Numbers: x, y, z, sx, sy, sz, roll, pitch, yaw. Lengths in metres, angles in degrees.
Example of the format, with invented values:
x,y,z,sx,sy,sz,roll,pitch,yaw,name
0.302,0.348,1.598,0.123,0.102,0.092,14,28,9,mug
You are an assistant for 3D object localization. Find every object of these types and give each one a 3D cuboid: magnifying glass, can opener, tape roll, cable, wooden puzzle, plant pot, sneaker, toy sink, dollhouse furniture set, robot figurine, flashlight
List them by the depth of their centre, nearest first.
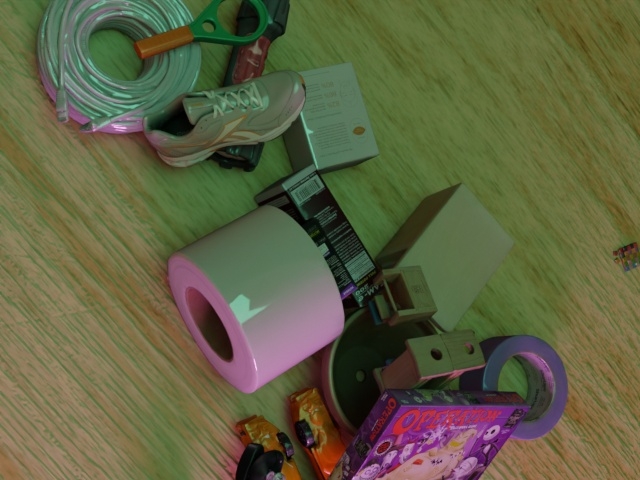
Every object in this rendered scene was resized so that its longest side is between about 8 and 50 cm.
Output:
x,y,z,sx,sy,sz,roll,pitch,yaw,name
-0.149,-0.194,1.421,0.262,0.121,0.099,-24,71,9,sneaker
-0.100,0.407,1.425,0.059,0.073,0.186,17,83,-38,can opener
-0.103,0.090,1.434,0.169,0.246,0.246,-31,96,-26,tape roll
-0.318,-0.296,1.476,0.257,0.089,0.257,-11,87,-27,cable
-0.187,-0.335,1.479,0.231,0.026,0.092,-25,86,-27,magnifying glass
0.155,0.151,1.502,0.129,0.129,0.184,-5,63,-29,dollhouse furniture set
-0.016,0.401,1.518,0.211,0.085,0.291,-23,92,-25,robot figurine
-0.116,-0.272,1.553,0.103,0.103,0.304,16,79,-6,flashlight
0.094,0.227,1.576,0.237,0.109,0.237,5,79,-26,plant pot
0.203,0.040,1.646,0.153,0.131,0.234,46,62,-12,toy sink
0.355,0.268,1.712,0.189,0.080,0.189,4,81,-25,tape roll
0.638,0.034,1.916,0.083,0.006,0.049,-19,91,-26,wooden puzzle

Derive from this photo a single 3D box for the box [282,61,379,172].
x,y,z,sx,sy,sz,roll,pitch,yaw,name
0.006,-0.206,1.610,0.130,0.091,0.170,-16,89,-26,box

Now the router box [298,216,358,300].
x,y,z,sx,sy,sz,roll,pitch,yaw,name
-0.028,0.041,1.511,0.046,0.179,0.133,-35,98,-27,router box

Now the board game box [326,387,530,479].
x,y,z,sx,sy,sz,roll,pitch,yaw,name
0.180,0.333,1.515,0.347,0.056,0.208,10,114,-44,board game box

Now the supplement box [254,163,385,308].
x,y,z,sx,sy,sz,roll,pitch,yaw,name
0.000,0.000,1.557,0.073,0.130,0.239,-35,99,-25,supplement box
